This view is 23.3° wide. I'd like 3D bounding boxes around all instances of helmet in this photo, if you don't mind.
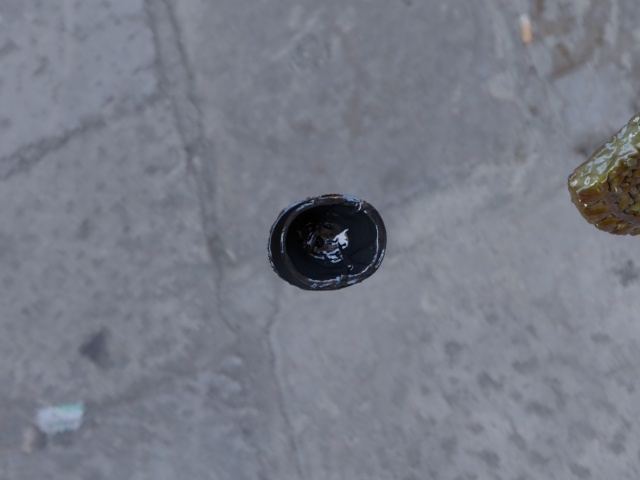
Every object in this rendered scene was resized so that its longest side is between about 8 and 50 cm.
[{"bbox_3d":[-0.002,0.000,1.045,0.084,0.049,0.065,-4,96,-17],"label":"helmet"}]

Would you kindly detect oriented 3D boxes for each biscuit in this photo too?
[{"bbox_3d":[0.236,-0.066,0.914,0.206,0.126,0.025,-39,55,-5],"label":"biscuit"}]
